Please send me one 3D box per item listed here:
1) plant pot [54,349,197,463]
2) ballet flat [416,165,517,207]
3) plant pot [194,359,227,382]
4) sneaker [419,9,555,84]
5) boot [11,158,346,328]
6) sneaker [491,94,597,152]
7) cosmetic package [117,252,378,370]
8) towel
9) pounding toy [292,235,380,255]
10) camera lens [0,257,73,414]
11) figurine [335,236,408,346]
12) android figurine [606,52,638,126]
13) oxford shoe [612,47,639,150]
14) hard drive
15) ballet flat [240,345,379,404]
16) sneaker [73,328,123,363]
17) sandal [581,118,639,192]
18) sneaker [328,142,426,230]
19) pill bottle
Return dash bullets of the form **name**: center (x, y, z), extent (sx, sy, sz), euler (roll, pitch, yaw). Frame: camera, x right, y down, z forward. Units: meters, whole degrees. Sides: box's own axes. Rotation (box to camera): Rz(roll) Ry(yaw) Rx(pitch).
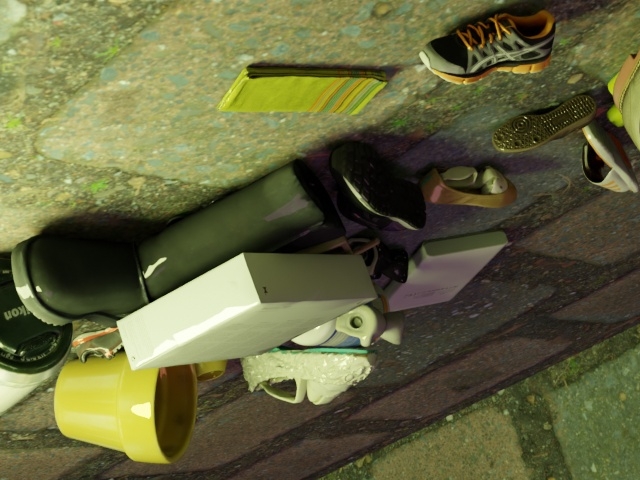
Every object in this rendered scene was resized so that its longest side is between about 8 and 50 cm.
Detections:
- **plant pot**: center (-0.407, 0.328, 2.293), extent (0.239, 0.253, 0.254), euler (0, 162, 14)
- **ballet flat**: center (0.284, -0.102, 2.036), extent (0.232, 0.080, 0.073), euler (-5, 144, -33)
- **plant pot**: center (-0.256, 0.254, 2.427), extent (0.134, 0.095, 0.134), euler (-15, 158, -6)
- **sneaker**: center (0.239, -0.282, 1.574), extent (0.215, 0.084, 0.083), euler (-13, 145, -22)
- **boot**: center (-0.214, 0.001, 1.769), extent (0.445, 0.146, 0.367), euler (-20, 169, 13)
- **sneaker**: center (0.390, -0.189, 1.922), extent (0.188, 0.066, 0.071), euler (-20, 160, 5)
- **cosmetic package**: center (-0.116, 0.118, 1.909), extent (0.284, 0.097, 0.377), euler (-26, 166, 28)
- **towel**: center (-0.023, -0.211, 1.595), extent (0.237, 0.021, 0.102), euler (-4, 153, -33)
- **pounding toy**: center (0.009, -0.002, 2.037), extent (0.181, 0.094, 0.206), euler (-23, 166, 2)
- **camera lens**: center (-0.553, 0.172, 1.815), extent (0.219, 0.219, 0.274), euler (4, 150, -44)
- **figurine**: center (0.122, 0.109, 2.247), extent (0.092, 0.214, 0.209), euler (1, 174, 30)
- **android figurine**: center (0.614, -0.284, 1.888), extent (0.248, 0.056, 0.273), euler (-7, 156, -27)
- **oxford shoe**: center (0.549, -0.281, 1.657), extent (0.141, 0.146, 0.397), euler (-3, 145, -1)
- **hard drive**: center (0.265, 0.073, 2.488), extent (0.203, 0.040, 0.307), euler (-9, 156, -23)
- **ballet flat**: center (-0.024, 0.296, 2.458), extent (0.147, 0.146, 0.409), euler (2, 177, -42)
- **sneaker**: center (-0.414, 0.208, 2.228), extent (0.158, 0.064, 0.061), euler (-17, 159, -3)
- **sandal**: center (0.520, -0.156, 2.079), extent (0.076, 0.102, 0.265), euler (-27, 149, 24)
- **sneaker**: center (0.067, -0.073, 1.895), extent (0.124, 0.107, 0.283), euler (-10, 155, 29)
- **pill bottle**: center (0.008, 0.144, 2.299), extent (0.152, 0.152, 0.272), euler (-33, 154, 33)
